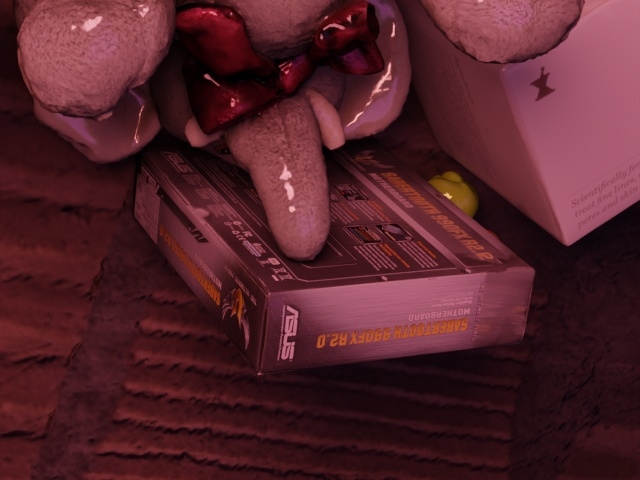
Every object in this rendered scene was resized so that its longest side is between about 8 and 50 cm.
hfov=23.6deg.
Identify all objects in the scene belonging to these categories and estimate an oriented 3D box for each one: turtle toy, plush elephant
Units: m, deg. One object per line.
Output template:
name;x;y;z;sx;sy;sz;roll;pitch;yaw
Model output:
turtle toy;0.100;0.010;1.149;0.066;0.095;0.130;-41;131;-29
plush elephant;-0.036;-0.116;0.887;0.271;0.330;0.255;-12;134;-9

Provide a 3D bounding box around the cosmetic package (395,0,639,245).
cosmetic package;0.158;-0.124;1.039;0.151;0.184;0.151;-32;126;-8

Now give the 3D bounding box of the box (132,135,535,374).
box;0.000;0.000;0.995;0.183;0.231;0.056;-4;117;-27
